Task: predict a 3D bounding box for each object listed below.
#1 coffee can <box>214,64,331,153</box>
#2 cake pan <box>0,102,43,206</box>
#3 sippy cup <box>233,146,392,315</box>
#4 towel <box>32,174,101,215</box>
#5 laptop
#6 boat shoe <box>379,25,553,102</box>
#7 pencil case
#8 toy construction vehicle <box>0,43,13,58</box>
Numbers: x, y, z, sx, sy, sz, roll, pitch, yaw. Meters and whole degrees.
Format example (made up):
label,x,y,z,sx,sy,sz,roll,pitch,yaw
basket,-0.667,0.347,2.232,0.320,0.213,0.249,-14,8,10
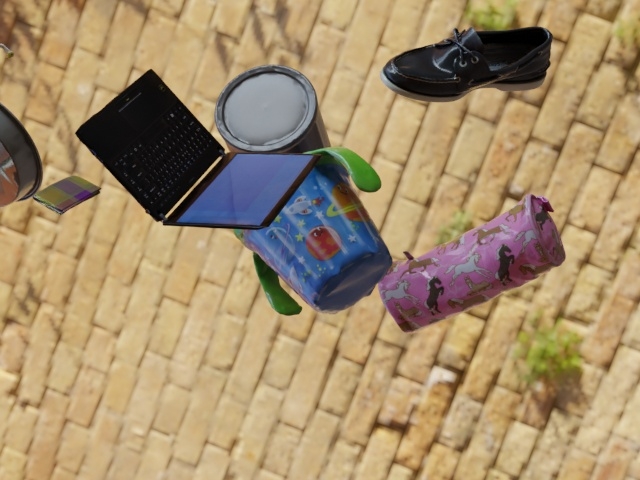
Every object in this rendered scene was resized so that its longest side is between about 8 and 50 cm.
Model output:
label,x,y,z,sx,sy,sz,roll,pitch,yaw
coffee can,-0.081,-0.192,2.424,0.275,0.202,0.201,68,-140,-61
cake pan,-0.695,-0.183,2.435,0.054,0.293,0.293,-54,-13,-41
sippy cup,0.000,0.000,2.119,0.240,0.224,0.305,-31,-26,-12
towel,-0.355,-0.065,1.694,0.083,0.060,0.009,-38,-34,-45
laptop,-0.165,-0.134,1.699,0.137,0.264,0.234,-36,11,33
boat shoe,0.265,-0.320,2.102,0.113,0.340,0.127,111,146,-44
pencil case,0.303,0.049,2.433,0.386,0.167,0.160,-26,-8,27
toy construction vehicle,-0.702,-0.396,2.518,0.086,0.098,0.035,-30,-41,-62
